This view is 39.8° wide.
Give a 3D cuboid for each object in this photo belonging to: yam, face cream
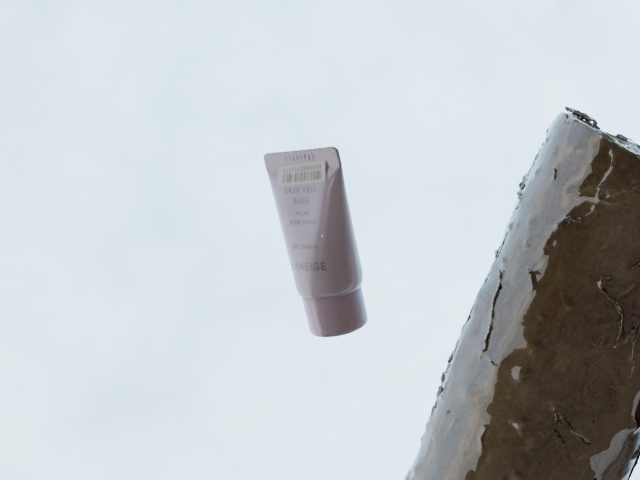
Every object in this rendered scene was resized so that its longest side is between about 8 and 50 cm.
[{"bbox_3d":[0.133,0.072,0.492,0.131,0.131,0.279,19,-81,-19],"label":"yam"},{"bbox_3d":[0.000,0.000,1.288,0.096,0.154,0.274,-24,-74,-40],"label":"face cream"}]
